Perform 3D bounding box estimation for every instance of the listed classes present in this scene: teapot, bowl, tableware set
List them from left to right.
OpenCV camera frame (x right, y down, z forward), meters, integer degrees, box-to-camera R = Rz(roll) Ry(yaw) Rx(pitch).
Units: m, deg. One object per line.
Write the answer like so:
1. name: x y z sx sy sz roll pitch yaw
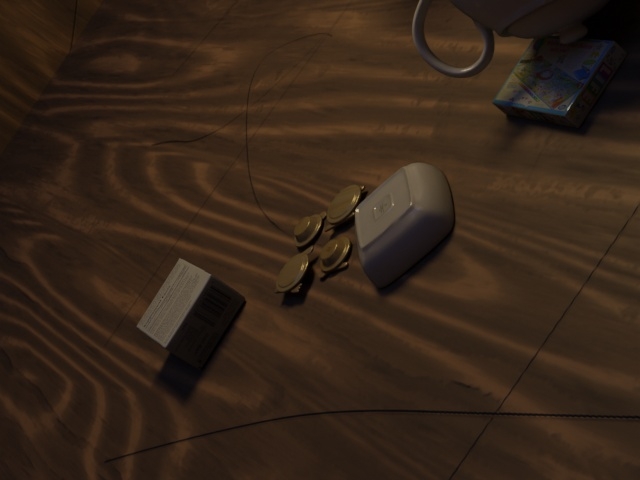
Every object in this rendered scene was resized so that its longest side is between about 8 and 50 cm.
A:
1. tableware set: 0.000 0.000 1.683 0.141 0.020 0.168 -25 38 41
2. bowl: 0.094 -0.028 1.525 0.142 0.053 0.142 -41 28 24
3. teapot: 0.251 -0.312 1.419 0.252 0.187 0.256 -21 -2 -18

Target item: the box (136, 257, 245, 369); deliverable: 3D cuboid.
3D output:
1. box: -0.192 0.106 1.813 0.126 0.072 0.137 -58 27 -6

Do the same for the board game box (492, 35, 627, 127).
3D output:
1. board game box: 0.276 -0.189 1.441 0.103 0.026 0.154 -56 26 -3
